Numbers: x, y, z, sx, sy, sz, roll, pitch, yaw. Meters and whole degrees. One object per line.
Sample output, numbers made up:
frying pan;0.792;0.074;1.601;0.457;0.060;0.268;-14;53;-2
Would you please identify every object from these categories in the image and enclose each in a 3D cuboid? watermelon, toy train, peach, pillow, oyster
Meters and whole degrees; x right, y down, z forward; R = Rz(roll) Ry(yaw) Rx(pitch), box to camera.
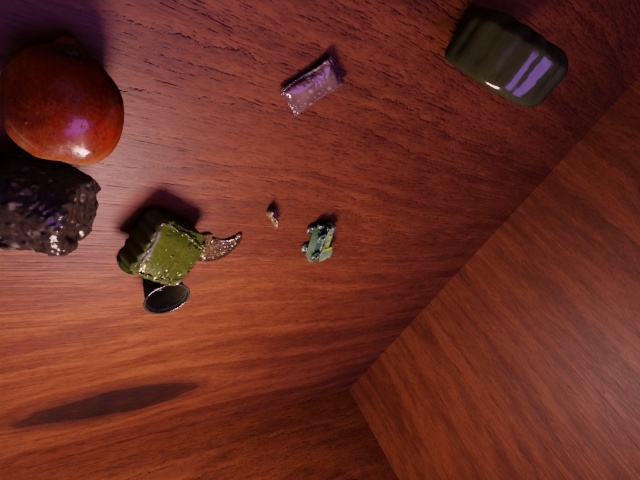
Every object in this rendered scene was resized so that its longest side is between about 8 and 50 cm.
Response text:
watermelon;-0.594;0.074;1.378;0.105;0.062;0.105;-18;145;-13
toy train;0.001;0.000;1.762;0.132;0.083;0.200;-20;145;-38
peach;-0.516;-0.286;0.876;0.232;0.232;0.256;12;93;-46
pillow;-0.019;-0.438;1.231;0.185;0.043;0.118;-36;148;4
oyster;-0.172;-0.075;1.535;0.038;0.080;0.083;-6;107;-1

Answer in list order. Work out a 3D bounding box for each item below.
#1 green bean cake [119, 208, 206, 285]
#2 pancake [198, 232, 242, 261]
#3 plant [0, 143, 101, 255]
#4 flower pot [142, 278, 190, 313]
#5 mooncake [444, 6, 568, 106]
green bean cake;-0.480;0.026;1.326;0.200;0.113;0.214;-57;147;2
pancake;-0.378;0.010;1.514;0.184;0.020;0.190;-35;147;4
plant;-0.693;-0.100;0.972;0.312;0.213;0.215;18;129;-6
flower pot;-0.548;0.168;1.495;0.157;0.107;0.157;-24;144;-19
mooncake;0.550;-0.551;1.287;0.351;0.351;0.187;2;133;-40
